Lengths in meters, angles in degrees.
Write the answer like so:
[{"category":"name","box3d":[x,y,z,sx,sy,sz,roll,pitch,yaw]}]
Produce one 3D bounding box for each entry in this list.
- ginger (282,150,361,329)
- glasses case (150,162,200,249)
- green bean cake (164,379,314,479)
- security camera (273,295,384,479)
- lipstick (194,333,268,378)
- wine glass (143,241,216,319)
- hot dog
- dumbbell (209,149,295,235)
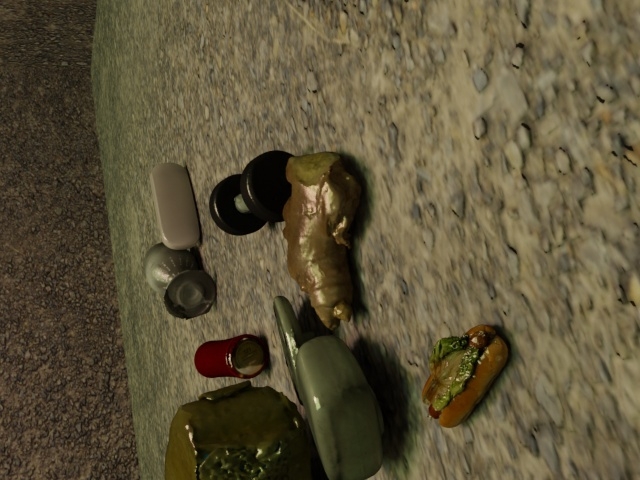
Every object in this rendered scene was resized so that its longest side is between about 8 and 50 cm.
[{"category":"ginger","box3d":[-0.002,-0.002,0.710,0.137,0.074,0.213,20,118,60]},{"category":"glasses case","box3d":[-0.347,-0.085,1.340,0.059,0.092,0.233,122,135,-56]},{"category":"green bean cake","box3d":[-0.080,0.372,0.760,0.310,0.202,0.285,64,148,31]},{"category":"security camera","box3d":[0.000,0.170,0.727,0.301,0.080,0.157,-133,29,-66]},{"category":"lipstick","box3d":[-0.175,0.222,1.066,0.241,0.080,0.080,-25,72,62]},{"category":"wine glass","box3d":[-0.334,0.084,1.306,0.241,0.126,0.126,29,119,55]},{"category":"hot dog","box3d":[0.123,0.123,0.512,0.056,0.041,0.133,60,143,40]},{"category":"dumbbell","box3d":[-0.094,-0.066,0.843,0.191,0.100,0.100,-12,83,62]}]
